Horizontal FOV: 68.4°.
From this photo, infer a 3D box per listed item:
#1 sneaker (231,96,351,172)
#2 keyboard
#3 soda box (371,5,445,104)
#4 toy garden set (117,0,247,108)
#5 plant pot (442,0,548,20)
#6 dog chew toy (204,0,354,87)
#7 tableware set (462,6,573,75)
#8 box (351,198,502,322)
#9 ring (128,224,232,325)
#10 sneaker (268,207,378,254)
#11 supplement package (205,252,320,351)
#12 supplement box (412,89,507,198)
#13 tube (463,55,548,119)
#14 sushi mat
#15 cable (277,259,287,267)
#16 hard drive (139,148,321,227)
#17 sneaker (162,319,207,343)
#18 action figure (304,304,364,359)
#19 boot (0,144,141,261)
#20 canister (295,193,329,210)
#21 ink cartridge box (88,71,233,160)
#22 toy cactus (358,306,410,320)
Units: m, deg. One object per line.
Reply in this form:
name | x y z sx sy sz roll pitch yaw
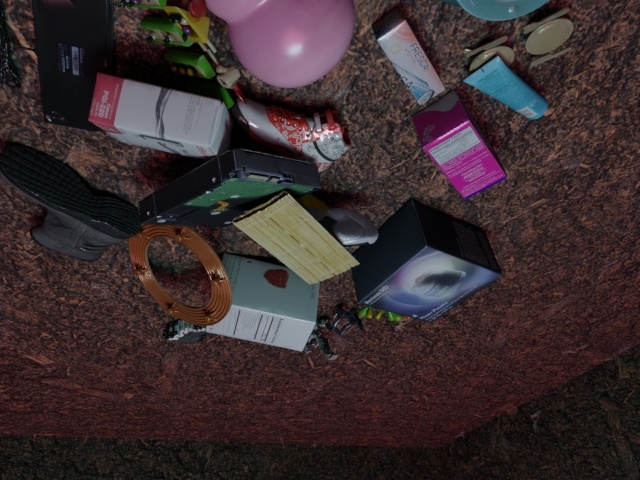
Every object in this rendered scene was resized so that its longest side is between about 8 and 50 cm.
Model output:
sneaker | -0.049 -0.243 0.980 0.145 0.090 0.270 -31 139 25
keyboard | -0.477 -0.336 0.838 0.202 0.033 0.317 7 138 -20
soda box | 0.172 -0.351 0.907 0.063 0.058 0.183 -28 136 23
toy garden set | -0.223 -0.310 0.794 0.204 0.049 0.244 24 159 36
plant pot | 0.228 -0.445 0.645 0.272 0.255 0.271 -5 142 -4
dog chew toy | -0.093 -0.397 0.704 0.207 0.206 0.332 -27 130 22
tableware set | 0.385 -0.381 0.920 0.194 0.039 0.128 -19 155 23
box | 0.291 0.075 1.358 0.294 0.182 0.296 19 134 -27
ring | -0.375 0.090 1.223 0.337 0.032 0.336 16 126 22
sneaker | 0.000 0.000 1.173 0.269 0.101 0.153 4 139 -12
supplement package | -0.165 0.181 1.373 0.293 0.177 0.175 13 137 -8
supplement box | 0.316 -0.210 1.063 0.114 0.111 0.220 -29 136 25
tube | 0.395 -0.313 0.980 0.207 0.052 0.080 15 145 -35
sushi mat | -0.046 0.007 1.077 0.151 0.019 0.316 -25 139 20
cable | -0.048 0.049 1.370 0.185 0.047 0.150 -22 141 19
hard drive | -0.199 -0.100 1.016 0.339 0.064 0.237 -16 169 40
sneaker | -0.413 0.297 1.596 0.234 0.078 0.106 -21 142 21
action figure | 0.006 0.338 1.667 0.276 0.140 0.164 -32 137 22
boot | -0.620 -0.058 1.097 0.223 0.118 0.338 -24 134 27
canister | -0.070 -0.047 1.229 0.170 0.073 0.126 -35 134 28
ink cartridge box | -0.284 -0.220 0.875 0.218 0.092 0.158 10 178 -2
toy cactus | 0.217 0.189 1.560 0.219 0.112 0.180 -12 121 33
